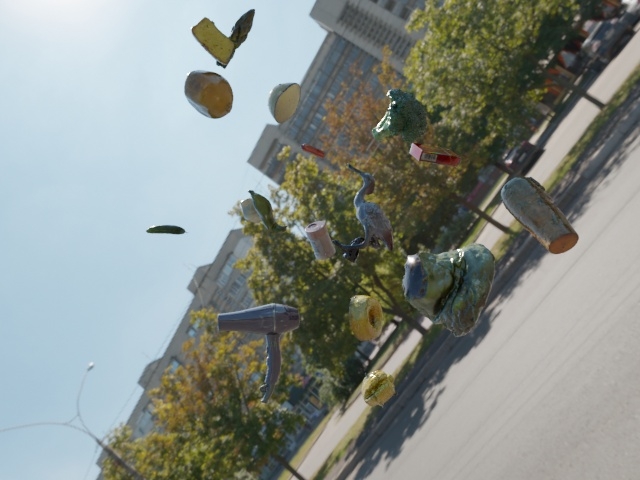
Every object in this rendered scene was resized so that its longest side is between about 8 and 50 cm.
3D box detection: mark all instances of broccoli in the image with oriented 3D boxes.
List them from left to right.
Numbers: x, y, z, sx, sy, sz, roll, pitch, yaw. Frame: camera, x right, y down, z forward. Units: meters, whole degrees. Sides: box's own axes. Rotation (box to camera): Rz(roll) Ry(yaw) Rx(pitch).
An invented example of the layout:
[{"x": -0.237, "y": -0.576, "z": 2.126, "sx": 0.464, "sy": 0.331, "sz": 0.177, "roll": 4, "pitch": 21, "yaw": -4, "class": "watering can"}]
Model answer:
[{"x": 0.364, "y": -0.544, "z": 2.030, "sx": 0.269, "sy": 0.268, "sz": 0.254, "roll": 107, "pitch": 173, "yaw": -59, "class": "broccoli"}]

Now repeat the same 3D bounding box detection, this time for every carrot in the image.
[{"x": 0.721, "y": -0.088, "z": 1.471, "sx": 0.138, "sy": 0.302, "sz": 0.139, "roll": -9, "pitch": -40, "yaw": -8, "class": "carrot"}]

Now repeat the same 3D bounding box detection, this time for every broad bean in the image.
[{"x": -0.202, "y": -0.104, "z": 1.642, "sx": 0.070, "sy": 0.214, "sz": 0.048, "roll": -31, "pitch": 29, "yaw": 10, "class": "broad bean"}]

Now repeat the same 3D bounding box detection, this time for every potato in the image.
[{"x": -0.194, "y": -0.685, "z": 2.134, "sx": 0.182, "sy": 0.117, "sz": 0.202, "roll": -32, "pitch": -29, "yaw": -39, "class": "potato"}]

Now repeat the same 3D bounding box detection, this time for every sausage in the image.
[{"x": -0.038, "y": -0.400, "z": 1.952, "sx": 0.129, "sy": 0.034, "sz": 0.034, "roll": 15, "pitch": -62, "yaw": -38, "class": "sausage"}]

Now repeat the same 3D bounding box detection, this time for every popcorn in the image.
[{"x": 0.237, "y": 0.615, "z": 1.826, "sx": 0.148, "sy": 0.152, "sz": 0.167, "roll": -52, "pitch": -4, "yaw": -28, "class": "popcorn"}]

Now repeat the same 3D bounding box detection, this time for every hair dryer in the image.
[{"x": -0.223, "y": 0.418, "z": 1.627, "sx": 0.121, "sy": 0.300, "sz": 0.362, "roll": 144, "pitch": 123, "yaw": -75, "class": "hair dryer"}]

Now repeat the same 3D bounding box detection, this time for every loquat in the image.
[{"x": -0.453, "y": -0.597, "z": 1.785, "sx": 0.176, "sy": 0.234, "sz": 0.187, "roll": -47, "pitch": -20, "yaw": -25, "class": "loquat"}]

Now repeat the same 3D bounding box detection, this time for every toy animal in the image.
[{"x": 0.156, "y": -0.084, "z": 1.438, "sx": 0.090, "sy": 0.195, "sz": 0.325, "roll": 40, "pitch": -119, "yaw": -81, "class": "toy animal"}]

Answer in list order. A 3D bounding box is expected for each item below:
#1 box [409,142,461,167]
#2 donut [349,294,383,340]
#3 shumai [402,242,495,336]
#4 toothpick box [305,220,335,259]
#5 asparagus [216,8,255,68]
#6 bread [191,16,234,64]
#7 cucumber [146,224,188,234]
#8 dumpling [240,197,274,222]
[{"x": 0.462, "y": -0.346, "z": 1.780, "sx": 0.112, "sy": 0.174, "sz": 0.048, "roll": -113, "pitch": 32, "yaw": -60, "class": "box"}, {"x": 0.163, "y": 0.266, "z": 1.521, "sx": 0.065, "sy": 0.162, "sz": 0.178, "roll": -14, "pitch": -9, "yaw": 28, "class": "donut"}, {"x": 0.393, "y": 0.137, "z": 1.442, "sx": 0.304, "sy": 0.263, "sz": 0.310, "roll": 68, "pitch": -142, "yaw": -85, "class": "shumai"}, {"x": 0.000, "y": 0.000, "z": 1.986, "sx": 0.098, "sy": 0.098, "sz": 0.149, "roll": -44, "pitch": -57, "yaw": -37, "class": "toothpick box"}, {"x": -0.362, "y": -0.868, "z": 1.890, "sx": 0.287, "sy": 0.080, "sz": 0.080, "roll": -57, "pitch": -12, "yaw": 7, "class": "asparagus"}, {"x": -0.432, "y": -0.808, "z": 1.787, "sx": 0.103, "sy": 0.187, "sz": 0.065, "roll": -53, "pitch": 25, "yaw": 0, "class": "bread"}, {"x": -0.594, "y": -0.042, "z": 1.709, "sx": 0.167, "sy": 0.039, "sz": 0.039, "roll": 0, "pitch": -47, "yaw": -39, "class": "cucumber"}, {"x": -0.282, "y": -0.136, "z": 1.986, "sx": 0.188, "sy": 0.127, "sz": 0.108, "roll": 50, "pitch": -140, "yaw": -54, "class": "dumpling"}]
